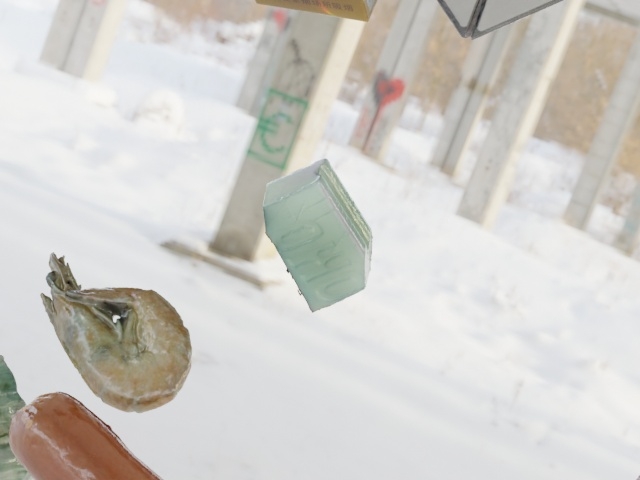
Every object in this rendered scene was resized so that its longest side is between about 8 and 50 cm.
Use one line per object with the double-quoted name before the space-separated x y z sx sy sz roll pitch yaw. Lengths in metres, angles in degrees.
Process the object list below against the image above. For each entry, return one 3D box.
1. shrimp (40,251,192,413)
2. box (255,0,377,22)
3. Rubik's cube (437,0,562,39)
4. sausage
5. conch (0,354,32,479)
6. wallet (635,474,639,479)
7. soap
"shrimp" -0.305 0.118 1.828 0.317 0.168 0.077 52 -11 25
"box" -0.047 -0.604 2.358 0.264 0.115 0.415 15 -24 21
"Rubik's cube" 0.298 -0.532 2.055 0.255 0.259 0.260 -18 -48 29
"sausage" -0.281 0.294 1.547 0.259 0.113 0.113 40 11 9
"conch" -0.547 0.331 2.019 0.220 0.277 0.195 -20 -19 31
"wallet" 0.513 0.370 1.830 0.103 0.020 0.196 1 11 27
"soap" 0.000 0.000 1.987 0.230 0.145 0.091 57 23 -25
